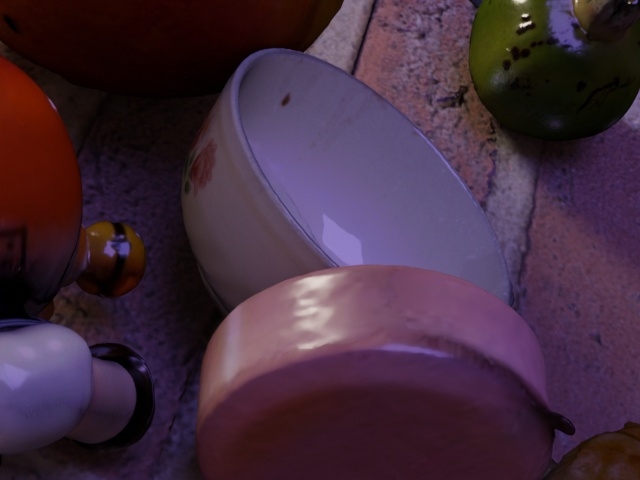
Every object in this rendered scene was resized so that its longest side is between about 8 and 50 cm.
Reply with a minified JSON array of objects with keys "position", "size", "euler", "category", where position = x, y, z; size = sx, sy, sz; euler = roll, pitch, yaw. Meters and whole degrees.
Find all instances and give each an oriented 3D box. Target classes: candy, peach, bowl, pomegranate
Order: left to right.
[{"position":[-0.151,-0.297,1.243],"size":[0.388,0.388,0.388],"euler":[16,47,-18],"category":"peach"},{"position":[0.000,0.000,1.197],"size":[0.277,0.145,0.277],"euler":[36,30,-24],"category":"bowl"},{"position":[0.043,0.118,1.066],"size":[0.255,0.255,0.094],"euler":[17,46,-17],"category":"candy"},{"position":[0.235,-0.192,1.477],"size":[0.180,0.210,0.180],"euler":[8,64,-18],"category":"pomegranate"}]

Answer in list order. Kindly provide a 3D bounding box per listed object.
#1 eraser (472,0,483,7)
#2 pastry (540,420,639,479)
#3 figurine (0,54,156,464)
[{"position":[0.149,-0.316,1.654],"size":[0.225,0.036,0.082],"euler":[47,45,13],"category":"eraser"},{"position":[0.266,0.254,1.179],"size":[0.257,0.121,0.235],"euler":[44,41,13],"category":"pastry"},{"position":[-0.252,0.000,1.036],"size":[0.320,0.196,0.323],"euler":[-11,70,-38],"category":"figurine"}]
